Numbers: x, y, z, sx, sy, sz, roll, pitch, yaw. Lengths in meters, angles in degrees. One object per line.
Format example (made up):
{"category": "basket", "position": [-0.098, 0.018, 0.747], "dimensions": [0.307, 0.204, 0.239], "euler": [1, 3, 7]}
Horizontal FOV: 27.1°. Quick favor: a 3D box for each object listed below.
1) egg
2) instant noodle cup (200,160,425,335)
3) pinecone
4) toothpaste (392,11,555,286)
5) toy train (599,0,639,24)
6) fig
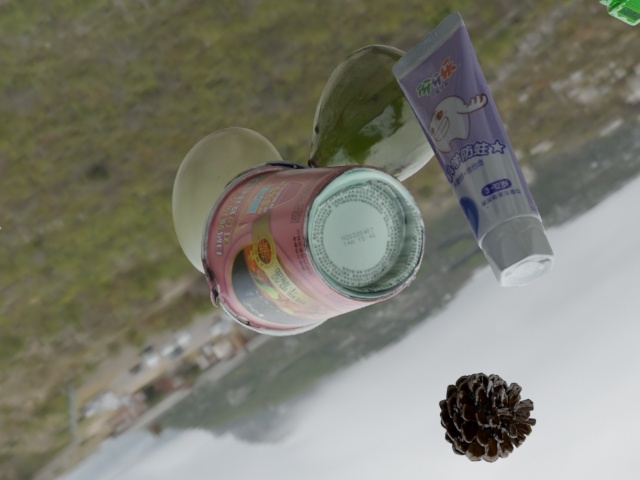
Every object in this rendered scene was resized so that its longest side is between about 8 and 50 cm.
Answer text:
{"category": "egg", "position": [-0.142, -0.059, 2.096], "dimensions": [0.186, 0.241, 0.186], "euler": [10, 175, 1]}
{"category": "instant noodle cup", "position": [0.000, 0.000, 1.658], "dimensions": [0.244, 0.244, 0.255], "euler": [-33, -171, -24]}
{"category": "pinecone", "position": [0.299, 0.308, 2.322], "dimensions": [0.163, 0.163, 0.165], "euler": [-32, -175, -32]}
{"category": "toothpaste", "position": [0.192, -0.113, 1.666], "dimensions": [0.080, 0.371, 0.125], "euler": [15, 136, -43]}
{"category": "toy train", "position": [0.328, -0.347, 1.602], "dimensions": [0.119, 0.251, 0.085], "euler": [-33, -137, 56]}
{"category": "fig", "position": [0.069, -0.170, 1.935], "dimensions": [0.225, 0.203, 0.203], "euler": [-34, 176, -21]}
